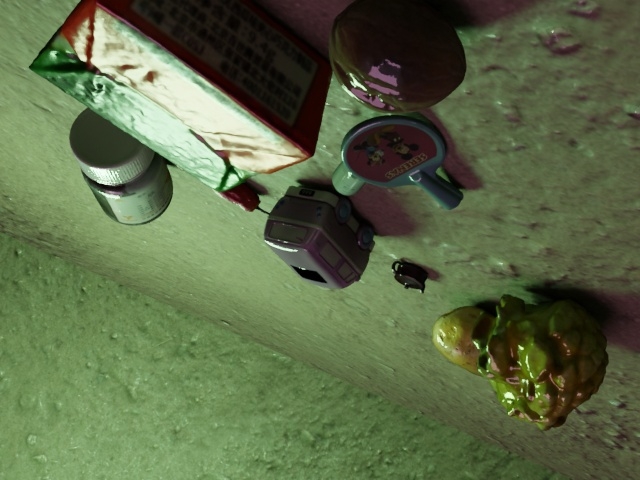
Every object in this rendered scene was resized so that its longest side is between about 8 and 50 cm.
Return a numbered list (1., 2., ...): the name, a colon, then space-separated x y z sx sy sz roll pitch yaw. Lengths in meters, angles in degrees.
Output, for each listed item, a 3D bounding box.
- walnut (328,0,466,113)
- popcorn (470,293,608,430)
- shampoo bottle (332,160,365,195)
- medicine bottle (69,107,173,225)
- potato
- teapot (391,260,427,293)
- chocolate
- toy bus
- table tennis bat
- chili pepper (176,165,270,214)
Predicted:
1. walnut: 0.088 -0.217 0.990 0.162 0.140 0.140 36 160 -3
2. popcorn: 0.411 0.217 1.594 0.270 0.224 0.258 15 143 51
3. shampoo bottle: 0.067 -0.127 1.362 0.056 0.056 0.195 27 161 -5
4. medicine bottle: -0.394 -0.149 1.704 0.165 0.165 0.273 23 160 7
5. potato: 0.328 0.217 1.813 0.234 0.146 0.150 34 -153 -60
6. teapot: 0.183 0.078 1.765 0.100 0.045 0.068 34 157 -27
7. chocolate: -0.195 -0.240 1.230 0.360 0.161 0.341 34 159 -24
8. toy bus: 0.000 0.000 1.639 0.142 0.142 0.202 10 155 37
9. table tennis bat: 0.137 -0.115 1.295 0.153 0.040 0.244 -25 138 34
10. chili pepper: -0.195 -0.114 1.736 0.268 0.059 0.050 33 121 -12
